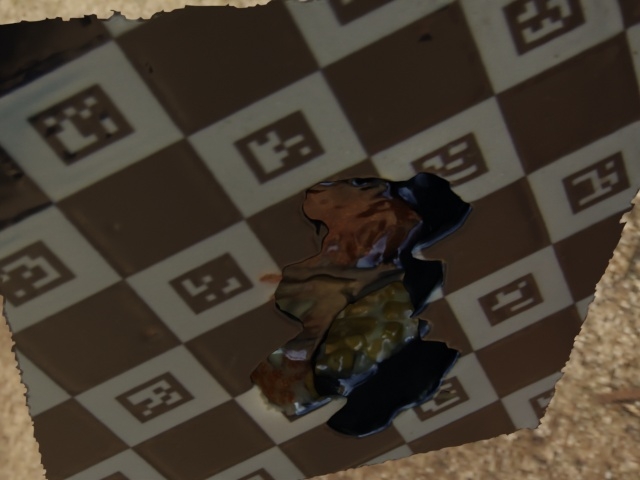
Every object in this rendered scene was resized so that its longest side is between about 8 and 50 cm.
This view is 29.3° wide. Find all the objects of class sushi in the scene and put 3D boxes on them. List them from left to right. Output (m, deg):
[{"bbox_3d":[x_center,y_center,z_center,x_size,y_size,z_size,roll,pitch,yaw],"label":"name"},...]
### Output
[{"bbox_3d":[0.000,0.000,0.497,0.290,0.264,0.050,96,159,-48],"label":"sushi"}]
